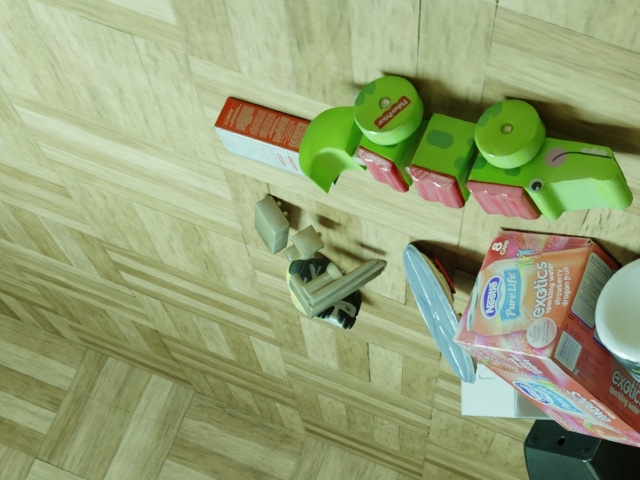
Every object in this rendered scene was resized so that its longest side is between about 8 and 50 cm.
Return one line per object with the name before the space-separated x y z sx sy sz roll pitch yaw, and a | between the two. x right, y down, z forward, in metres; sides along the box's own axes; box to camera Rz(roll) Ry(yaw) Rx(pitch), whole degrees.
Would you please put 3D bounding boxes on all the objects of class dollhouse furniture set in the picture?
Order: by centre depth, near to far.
dollhouse furniture set | 0.000 0.000 1.888 0.151 0.123 0.144 56 168 12

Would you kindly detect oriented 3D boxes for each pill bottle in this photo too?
pill bottle | 0.412 0.125 1.529 0.130 0.130 0.246 10 159 39

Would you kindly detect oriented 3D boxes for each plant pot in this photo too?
plant pot | 0.422 0.321 2.092 0.187 0.188 0.167 7 144 45

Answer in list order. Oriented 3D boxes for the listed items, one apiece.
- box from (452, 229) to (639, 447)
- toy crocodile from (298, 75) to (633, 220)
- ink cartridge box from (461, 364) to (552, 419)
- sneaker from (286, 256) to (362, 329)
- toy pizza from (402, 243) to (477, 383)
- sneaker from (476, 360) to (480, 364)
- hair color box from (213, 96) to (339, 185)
box | 0.312 0.122 1.629 0.142 0.154 0.300 8 160 44
toy crocodile | 0.134 -0.076 1.316 0.340 0.105 0.115 14 162 28
ink cartridge box | 0.316 0.215 1.935 0.191 0.082 0.139 4 174 -27
sneaker | -0.016 0.078 2.065 0.094 0.081 0.208 17 163 28
toy pizza | 0.164 0.093 1.780 0.201 0.032 0.201 155 90 -84
sneaker | 0.258 0.114 1.799 0.104 0.095 0.236 7 164 4
hair color box | -0.045 -0.113 1.556 0.141 0.043 0.072 19 164 17
